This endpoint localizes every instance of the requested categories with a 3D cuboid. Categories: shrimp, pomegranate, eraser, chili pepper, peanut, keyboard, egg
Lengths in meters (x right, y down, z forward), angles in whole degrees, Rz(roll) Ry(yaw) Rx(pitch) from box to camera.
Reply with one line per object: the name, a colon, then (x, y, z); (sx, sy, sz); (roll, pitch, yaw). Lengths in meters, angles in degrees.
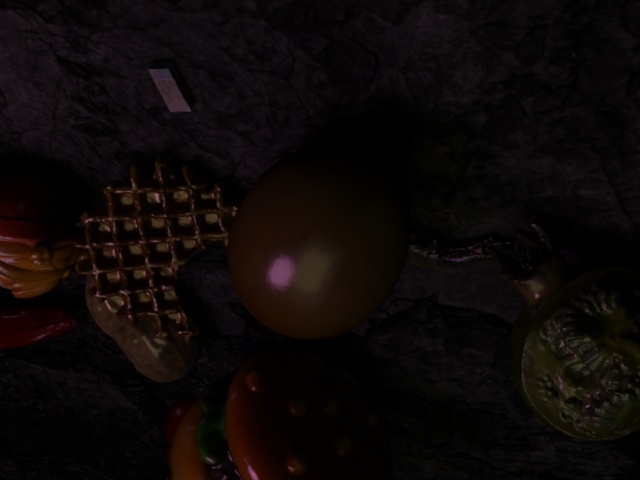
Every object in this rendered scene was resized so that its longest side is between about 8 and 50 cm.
shrimp: (0.182, -0.010, 1.526); (0.195, 0.035, 0.148); (-8, 133, 35)
pomegranate: (0.377, 0.127, 1.452); (0.340, 0.260, 0.260); (56, 140, 4)
eraser: (-0.213, -0.219, 1.452); (0.038, 0.019, 0.083); (3, 140, 25)
chili pepper: (-0.625, 0.173, 2.081); (0.388, 0.110, 0.110); (-8, 135, 31)
peanut: (-0.319, 0.147, 1.865); (0.152, 0.152, 0.313); (-4, 135, 30)
keyboard: (-0.363, 0.403, 2.327); (0.087, 0.017, 0.250); (-6, 136, 32)
egg: (0.000, 0.000, 1.438); (0.250, 0.250, 0.322); (25, 140, -6)

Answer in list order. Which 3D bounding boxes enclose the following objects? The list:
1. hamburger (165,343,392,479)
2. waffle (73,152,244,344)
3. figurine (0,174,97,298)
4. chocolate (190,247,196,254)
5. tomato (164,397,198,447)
hamburger: (-0.045, 0.384, 1.848); (0.396, 0.395, 0.277); (36, 129, -21)
waffle: (-0.254, 0.006, 1.622); (0.260, 0.069, 0.293); (32, 107, -12)
figurine: (-0.535, -0.026, 1.707); (0.323, 0.196, 0.320); (24, -173, 8)
chocolate: (-0.266, -0.014, 1.692); (0.149, 0.080, 0.125); (20, 144, 3)
tomato: (-0.242, 0.462, 2.243); (0.233, 0.139, 0.200); (35, 135, -19)
